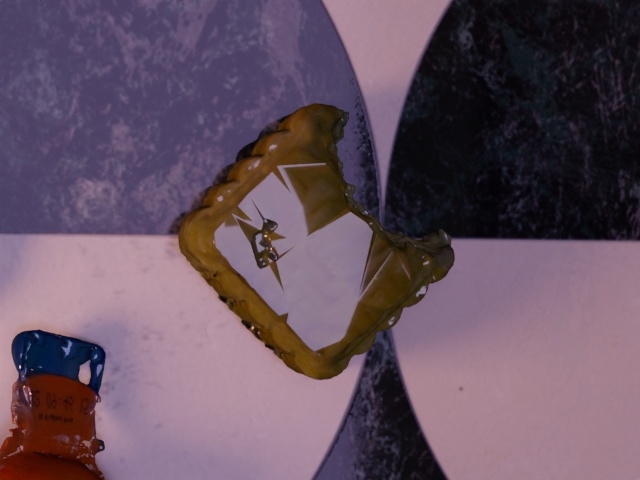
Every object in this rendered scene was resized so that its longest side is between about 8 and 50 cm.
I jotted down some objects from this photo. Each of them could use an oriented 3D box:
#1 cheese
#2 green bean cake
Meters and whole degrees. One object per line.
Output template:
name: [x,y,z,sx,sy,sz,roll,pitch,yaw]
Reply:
cheese: [-0.272,0.255,1.271,0.217,0.129,0.329,18,70,-48]
green bean cake: [0.000,0.000,1.339,0.233,0.124,0.236,-44,98,-9]
